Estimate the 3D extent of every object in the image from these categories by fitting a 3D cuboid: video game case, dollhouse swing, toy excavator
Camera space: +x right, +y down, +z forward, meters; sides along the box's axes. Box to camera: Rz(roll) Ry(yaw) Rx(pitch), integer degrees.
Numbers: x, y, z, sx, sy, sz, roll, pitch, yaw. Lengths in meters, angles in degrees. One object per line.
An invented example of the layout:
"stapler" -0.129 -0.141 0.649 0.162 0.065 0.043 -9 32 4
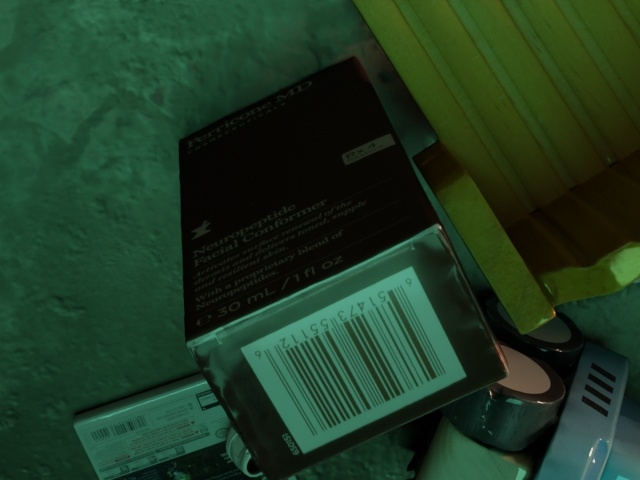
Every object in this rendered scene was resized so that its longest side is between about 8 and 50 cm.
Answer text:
"video game case" -0.135 0.223 1.262 0.190 0.022 0.173 -19 117 0
"dollhouse swing" 0.203 -0.174 0.907 0.346 0.315 0.305 -31 99 6
"toy excavator" 0.324 0.241 1.204 0.445 0.433 0.222 26 112 11

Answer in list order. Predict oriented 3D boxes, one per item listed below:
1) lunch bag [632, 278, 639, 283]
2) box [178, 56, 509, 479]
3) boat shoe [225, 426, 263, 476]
"lunch bag" 0.292 -0.090 1.097 0.303 0.115 0.243 -11 109 5
"box" 0.000 0.000 0.971 0.191 0.381 0.143 -26 114 4
"boat shoe" -0.011 0.169 1.217 0.184 0.063 0.066 -31 119 -8
